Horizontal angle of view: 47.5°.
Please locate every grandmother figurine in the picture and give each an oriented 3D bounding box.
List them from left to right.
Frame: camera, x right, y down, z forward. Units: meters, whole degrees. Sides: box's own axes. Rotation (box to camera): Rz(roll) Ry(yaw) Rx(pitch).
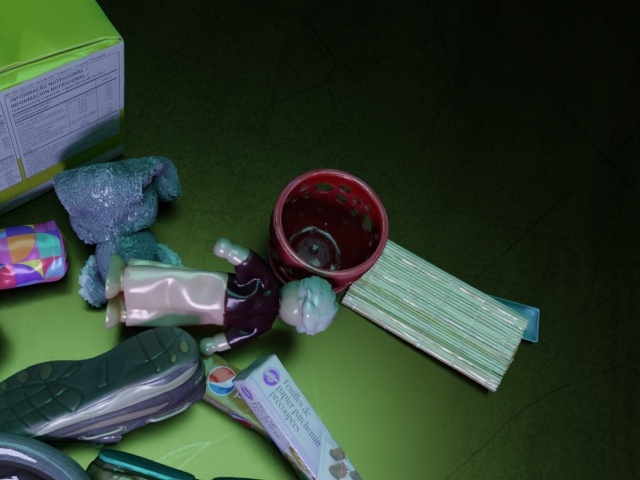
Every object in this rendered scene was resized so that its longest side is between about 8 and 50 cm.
[{"bbox_3d":[-0.140,0.083,1.087,0.342,0.208,0.104,6,43,-9],"label":"grandmother figurine"}]

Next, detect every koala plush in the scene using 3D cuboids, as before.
[{"bbox_3d":[-0.317,-0.012,1.155,0.196,0.203,0.222,-10,95,-2],"label":"koala plush"}]

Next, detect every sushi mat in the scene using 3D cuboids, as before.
[{"bbox_3d":[0.208,0.127,1.295,0.316,0.019,0.151,30,68,3],"label":"sushi mat"}]

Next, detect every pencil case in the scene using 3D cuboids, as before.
[{"bbox_3d":[-0.511,0.035,1.119,0.236,0.104,0.105,-13,71,-18],"label":"pencil case"}]

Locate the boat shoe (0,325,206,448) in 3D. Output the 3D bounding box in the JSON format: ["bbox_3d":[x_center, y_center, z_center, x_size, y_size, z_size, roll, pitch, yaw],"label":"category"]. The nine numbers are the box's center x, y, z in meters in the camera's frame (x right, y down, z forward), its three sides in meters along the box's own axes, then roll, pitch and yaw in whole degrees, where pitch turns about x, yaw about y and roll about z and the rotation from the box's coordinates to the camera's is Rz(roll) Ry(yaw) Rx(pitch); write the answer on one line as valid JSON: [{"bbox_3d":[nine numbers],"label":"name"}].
[{"bbox_3d":[-0.329,0.245,1.047,0.355,0.130,0.132,-17,36,3],"label":"boat shoe"}]

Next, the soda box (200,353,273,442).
[{"bbox_3d":[-0.132,0.244,1.151,0.181,0.058,0.061,33,63,0],"label":"soda box"}]

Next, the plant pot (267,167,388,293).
[{"bbox_3d":[0.000,0.000,1.225,0.191,0.174,0.191,6,66,-13],"label":"plant pot"}]

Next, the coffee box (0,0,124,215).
[{"bbox_3d":[-0.531,-0.266,1.110,0.338,0.334,0.338,-32,78,-24],"label":"coffee box"}]

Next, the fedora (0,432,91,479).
[{"bbox_3d":[-0.429,0.383,0.969,0.275,0.124,0.244,24,72,-17],"label":"fedora"}]

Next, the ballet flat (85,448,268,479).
[{"bbox_3d":[-0.177,0.397,1.056,0.342,0.116,0.124,13,85,-9],"label":"ballet flat"}]

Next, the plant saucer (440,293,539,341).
[{"bbox_3d":[0.310,0.135,1.336,0.191,0.018,0.067,16,64,-9],"label":"plant saucer"}]

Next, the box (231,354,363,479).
[{"bbox_3d":[-0.012,0.321,1.098,0.063,0.067,0.324,-38,98,-31],"label":"box"}]
